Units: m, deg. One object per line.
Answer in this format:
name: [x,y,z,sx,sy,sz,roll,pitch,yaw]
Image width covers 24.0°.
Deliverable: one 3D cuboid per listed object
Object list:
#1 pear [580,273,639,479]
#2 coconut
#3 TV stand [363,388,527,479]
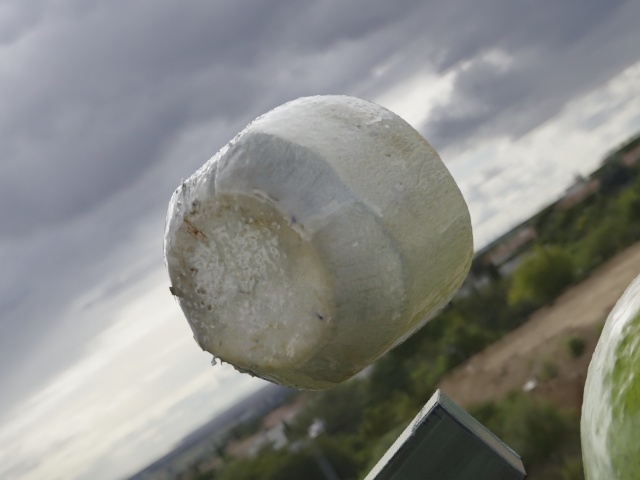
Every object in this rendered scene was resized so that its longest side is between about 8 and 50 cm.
pear: [0.393,0.130,1.171,0.391,0.391,0.391,-32,-3,-2]
coconut: [0.000,0.000,1.305,0.245,0.245,0.247,-35,-4,36]
TV stand: [0.023,0.231,1.016,0.269,0.083,0.088,-50,-3,4]
